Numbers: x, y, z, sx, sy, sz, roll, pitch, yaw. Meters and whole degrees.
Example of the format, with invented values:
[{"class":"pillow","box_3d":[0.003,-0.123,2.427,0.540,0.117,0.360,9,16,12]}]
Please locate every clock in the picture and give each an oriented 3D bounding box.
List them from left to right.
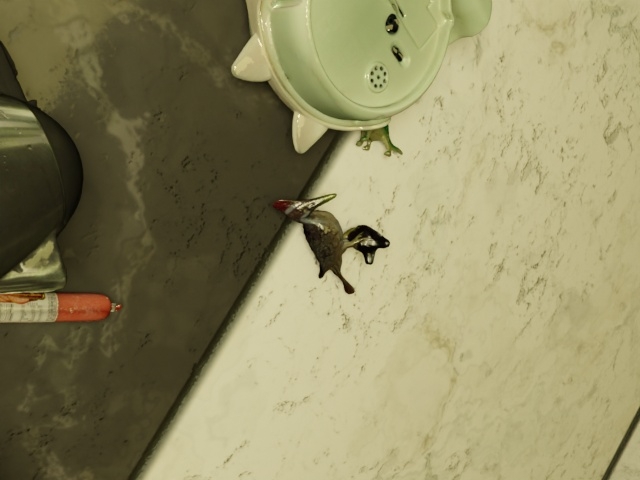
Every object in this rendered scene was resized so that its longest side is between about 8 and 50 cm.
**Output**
[{"class":"clock","box_3d":[0.045,-0.259,0.733,0.324,0.108,0.265,-53,129,-13]}]

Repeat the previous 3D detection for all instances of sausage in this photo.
[{"class":"sausage","box_3d":[-0.317,0.064,0.618,0.253,0.034,0.034,7,102,-40]}]

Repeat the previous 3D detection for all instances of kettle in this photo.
[{"class":"kettle","box_3d":[-0.328,-0.044,0.494,0.271,0.251,0.207,-22,148,-38]}]

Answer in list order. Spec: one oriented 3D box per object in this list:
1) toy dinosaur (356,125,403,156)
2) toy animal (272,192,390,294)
[{"class":"toy dinosaur","box_3d":[0.083,-0.148,0.865,0.119,0.029,0.060,20,81,-41]},{"class":"toy animal","box_3d":[0.010,-0.004,0.831,0.105,0.070,0.202,-45,134,7]}]
